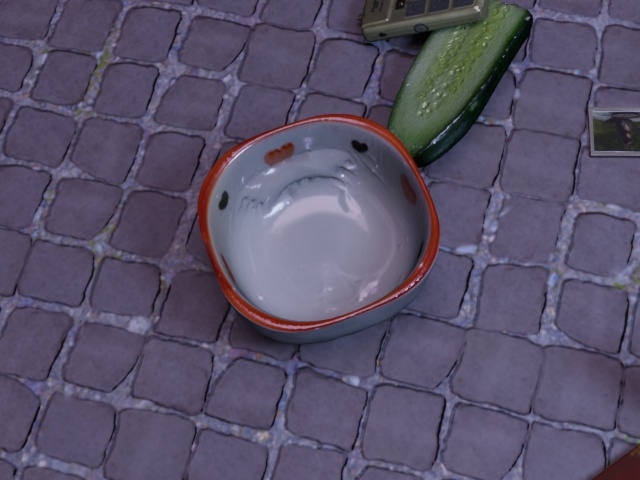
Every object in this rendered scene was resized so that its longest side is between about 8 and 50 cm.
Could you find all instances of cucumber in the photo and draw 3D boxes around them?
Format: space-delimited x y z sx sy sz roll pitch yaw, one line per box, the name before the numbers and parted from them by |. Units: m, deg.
cucumber | 0.153 -0.175 1.315 0.115 0.063 0.244 19 65 39

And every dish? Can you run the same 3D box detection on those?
dish | 0.000 0.000 1.219 0.256 0.117 0.256 -2 64 4

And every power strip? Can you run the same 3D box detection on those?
power strip | 0.117 -0.278 1.357 0.169 0.028 0.076 -6 54 26

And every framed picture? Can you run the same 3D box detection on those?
framed picture | 0.351 -0.124 1.309 0.089 0.006 0.066 1 65 6

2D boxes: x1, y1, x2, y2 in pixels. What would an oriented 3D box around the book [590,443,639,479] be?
book | 0.235 0.364 1.018 0.374 0.028 0.262 -34 39 -11
